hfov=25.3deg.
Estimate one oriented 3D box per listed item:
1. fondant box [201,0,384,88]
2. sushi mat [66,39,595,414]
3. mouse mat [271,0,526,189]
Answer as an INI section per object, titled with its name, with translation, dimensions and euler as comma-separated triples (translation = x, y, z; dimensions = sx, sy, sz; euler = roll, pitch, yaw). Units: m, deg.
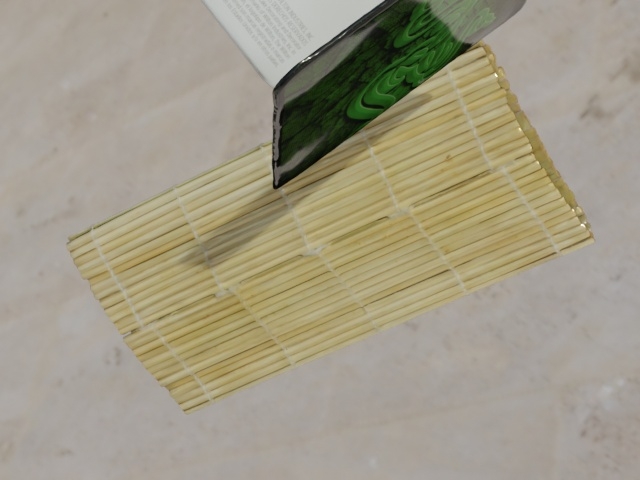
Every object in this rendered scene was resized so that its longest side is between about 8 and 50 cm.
[fondant box]
translation = 0.030, -0.281, 0.806
dimensions = 0.330, 0.238, 0.096
euler = -36, 11, 17
[sushi mat]
translation = 0.000, 0.000, 0.921
dimensions = 0.316, 0.151, 0.019
euler = -24, 22, 20
[mouse mat]
translation = 0.041, -0.083, 0.597
dimensions = 0.152, 0.007, 0.190
euler = -37, -5, -7
